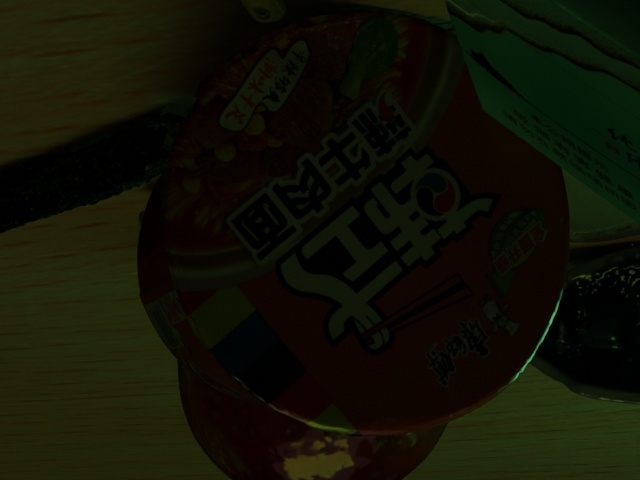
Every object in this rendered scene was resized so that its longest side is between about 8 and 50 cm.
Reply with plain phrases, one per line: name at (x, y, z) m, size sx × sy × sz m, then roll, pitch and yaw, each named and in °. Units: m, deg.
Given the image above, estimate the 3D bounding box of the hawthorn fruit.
hawthorn fruit at (-0.010, 0.096, 1.519) m, size 0.235 × 0.263 × 0.231 m, roll 24°, pitch 149°, yaw 26°

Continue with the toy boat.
toy boat at (0.284, 0.063, 1.515) m, size 0.309 × 0.129 × 0.142 m, roll -6°, pitch 172°, yaw 28°

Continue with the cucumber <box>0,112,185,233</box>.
cucumber at (-0.168, -0.045, 1.374) m, size 0.044 × 0.043 × 0.257 m, roll 11°, pitch 161°, yaw -41°

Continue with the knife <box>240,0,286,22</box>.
knife at (-0.053, -0.175, 0.971) m, size 0.046 × 0.022 × 0.256 m, roll 4°, pitch 160°, yaw 18°

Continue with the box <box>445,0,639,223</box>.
box at (0.134, -0.087, 1.003) m, size 0.162 × 0.041 × 0.229 m, roll 38°, pitch 171°, yaw 24°

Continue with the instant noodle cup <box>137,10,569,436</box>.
instant noodle cup at (0.000, 0.000, 1.196) m, size 0.250 × 0.250 × 0.192 m, roll 8°, pitch 170°, yaw -18°

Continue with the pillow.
pillow at (0.178, -0.045, 1.334) m, size 0.131 × 0.038 × 0.233 m, roll -12°, pitch 156°, yaw 32°

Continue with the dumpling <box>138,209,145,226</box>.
dumpling at (-0.101, -0.012, 1.449) m, size 0.057 × 0.076 × 0.052 m, roll -12°, pitch 134°, yaw 29°
